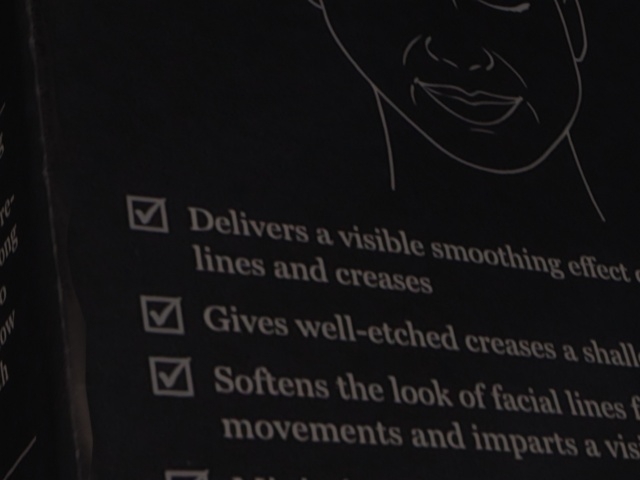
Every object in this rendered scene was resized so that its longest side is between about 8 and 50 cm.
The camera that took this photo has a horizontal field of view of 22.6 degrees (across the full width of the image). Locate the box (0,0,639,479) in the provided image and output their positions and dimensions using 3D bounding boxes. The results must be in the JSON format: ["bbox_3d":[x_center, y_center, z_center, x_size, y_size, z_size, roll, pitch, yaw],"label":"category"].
[{"bbox_3d":[0.000,0.000,0.583,0.294,0.212,0.395,8,54,-27],"label":"box"}]
